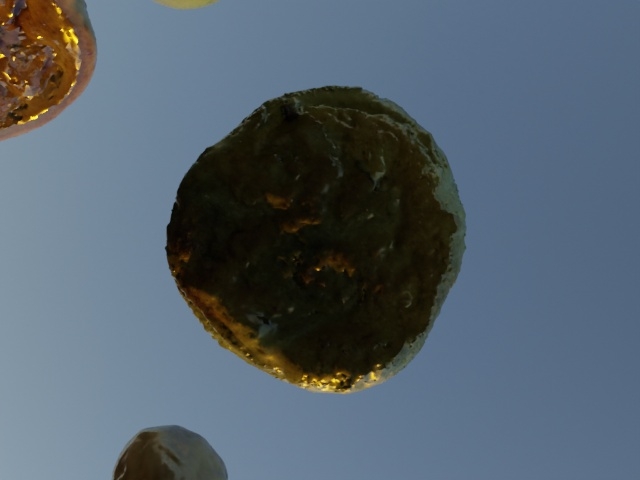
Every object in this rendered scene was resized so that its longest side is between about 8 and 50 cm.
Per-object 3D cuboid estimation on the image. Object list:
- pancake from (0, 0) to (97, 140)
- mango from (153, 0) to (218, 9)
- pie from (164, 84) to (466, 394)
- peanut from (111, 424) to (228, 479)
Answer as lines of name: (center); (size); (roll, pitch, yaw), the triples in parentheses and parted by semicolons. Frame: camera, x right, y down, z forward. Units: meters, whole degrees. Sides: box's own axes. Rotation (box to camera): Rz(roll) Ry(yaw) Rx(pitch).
pancake: (-0.455, -0.231, 0.920); (0.382, 0.382, 0.071); (-48, -128, 36)
mango: (-0.129, -0.284, 0.551); (0.185, 0.273, 0.149); (-31, -126, 24)
pie: (0.000, 0.000, 0.720); (0.277, 0.078, 0.277); (1, -84, 10)
peanut: (-0.179, 0.304, 0.914); (0.291, 0.143, 0.159); (-97, 166, -74)
